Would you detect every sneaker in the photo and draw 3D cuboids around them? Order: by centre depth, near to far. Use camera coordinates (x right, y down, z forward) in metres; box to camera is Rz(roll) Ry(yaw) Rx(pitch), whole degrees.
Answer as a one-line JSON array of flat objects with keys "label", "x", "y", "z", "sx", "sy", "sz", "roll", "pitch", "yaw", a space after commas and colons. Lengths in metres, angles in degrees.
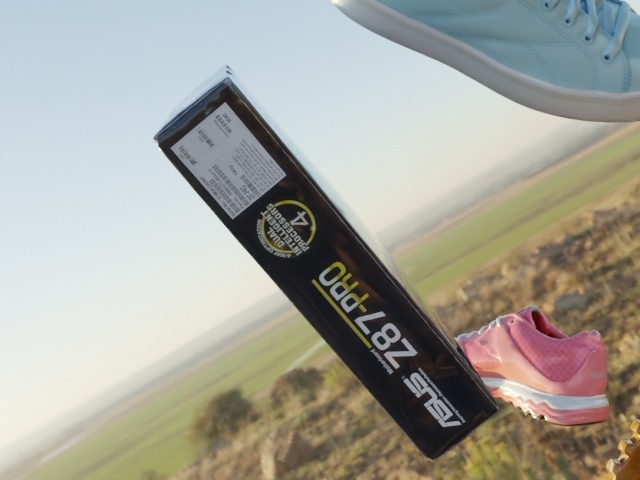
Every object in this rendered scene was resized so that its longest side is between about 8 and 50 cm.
[{"label": "sneaker", "x": 0.185, "y": -0.223, "z": 0.846, "sx": 0.150, "sy": 0.365, "sz": 0.135, "roll": 109, "pitch": 179, "yaw": -55}, {"label": "sneaker", "x": 0.262, "y": 0.151, "z": 1.292, "sx": 0.115, "sy": 0.136, "sz": 0.313, "roll": 2, "pitch": 7, "yaw": -43}]

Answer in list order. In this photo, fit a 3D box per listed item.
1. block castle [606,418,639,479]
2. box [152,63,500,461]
[{"label": "block castle", "x": 0.420, "y": 0.263, "z": 0.939, "sx": 0.453, "sy": 0.212, "sz": 0.303, "roll": -59, "pitch": -10, "yaw": 0}, {"label": "box", "x": 0.000, "y": 0.000, "z": 0.967, "sx": 0.097, "sy": 0.395, "sz": 0.318, "roll": -39, "pitch": 14, "yaw": 6}]
